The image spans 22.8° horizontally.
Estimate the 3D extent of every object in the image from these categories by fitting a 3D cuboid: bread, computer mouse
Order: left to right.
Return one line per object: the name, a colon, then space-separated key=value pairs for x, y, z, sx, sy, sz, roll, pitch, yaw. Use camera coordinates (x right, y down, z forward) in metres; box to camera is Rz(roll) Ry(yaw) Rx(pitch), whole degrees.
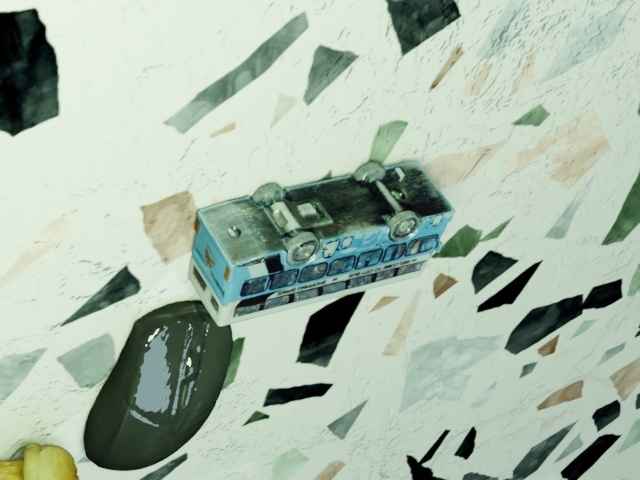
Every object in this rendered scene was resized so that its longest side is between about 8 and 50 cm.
bread: x=-0.335 y=0.353 z=1.856 sx=0.120 sy=0.198 sz=0.236 roll=2 pitch=130 yaw=-12
computer mouse: x=-0.190 y=0.191 z=1.894 sx=0.138 sy=0.086 sz=0.269 roll=-1 pitch=131 yaw=-42

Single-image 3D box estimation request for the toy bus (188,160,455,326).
toy bus: x=0.000 y=0.000 z=1.823 sx=0.297 sy=0.106 sz=0.131 roll=-12 pitch=141 yaw=-30
